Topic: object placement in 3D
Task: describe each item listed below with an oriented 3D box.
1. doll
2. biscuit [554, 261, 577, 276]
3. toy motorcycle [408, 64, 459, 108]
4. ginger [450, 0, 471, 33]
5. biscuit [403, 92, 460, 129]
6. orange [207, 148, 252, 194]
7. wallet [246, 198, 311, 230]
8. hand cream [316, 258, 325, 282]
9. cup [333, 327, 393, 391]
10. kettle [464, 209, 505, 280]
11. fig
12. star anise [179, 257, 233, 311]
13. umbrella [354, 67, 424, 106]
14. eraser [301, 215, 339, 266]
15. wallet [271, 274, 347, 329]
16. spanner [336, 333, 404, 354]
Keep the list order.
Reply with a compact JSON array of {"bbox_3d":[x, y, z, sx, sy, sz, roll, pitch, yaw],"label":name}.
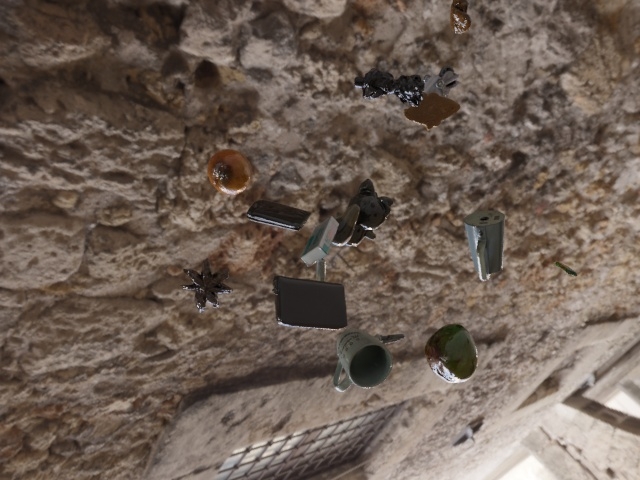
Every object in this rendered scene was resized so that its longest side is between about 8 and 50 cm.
[{"bbox_3d":[0.213,-0.109,2.461,0.252,0.382,0.378,33,-164,-1],"label":"doll"},{"bbox_3d":[0.856,0.098,1.641,0.046,0.016,0.089,19,-164,-10],"label":"biscuit"},{"bbox_3d":[0.512,-0.639,2.093,0.171,0.260,0.110,39,-172,-37],"label":"toy motorcycle"},{"bbox_3d":[0.551,-0.902,1.871,0.103,0.073,0.162,-101,-5,-63],"label":"ginger"},{"bbox_3d":[0.470,-0.551,1.988,0.250,0.163,0.035,-7,-167,-5],"label":"biscuit"},{"bbox_3d":[-0.441,-0.327,2.261,0.224,0.224,0.170,36,-161,6],"label":"orange"},{"bbox_3d":[-0.174,-0.108,1.983,0.245,0.052,0.169,15,-149,10],"label":"wallet"},{"bbox_3d":[0.002,0.171,2.382,0.067,0.195,0.042,11,-163,30],"label":"hand cream"},{"bbox_3d":[0.136,0.488,1.913,0.186,0.258,0.234,46,174,-20],"label":"cup"},{"bbox_3d":[0.686,0.026,1.949,0.159,0.243,0.210,-2,-156,26],"label":"kettle"},{"bbox_3d":[0.447,0.379,1.597,0.181,0.191,0.181,20,162,7],"label":"fig"},{"bbox_3d":[-0.442,0.174,1.871,0.212,0.196,0.073,59,177,-17],"label":"star anise"},{"bbox_3d":[0.264,-0.592,1.803,0.272,0.122,0.110,11,-167,9],"label":"umbrella"},{"bbox_3d":[0.000,0.000,1.747,0.052,0.095,0.225,47,-149,-14],"label":"eraser"},{"bbox_3d":[-0.030,0.183,1.367,0.250,0.044,0.149,9,-117,-34],"label":"wallet"},{"bbox_3d":[0.231,0.473,2.172,0.324,0.096,0.040,-9,-132,-8],"label":"spanner"}]
